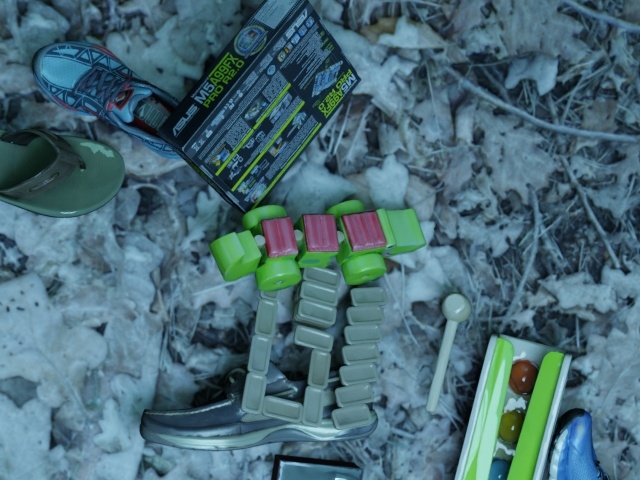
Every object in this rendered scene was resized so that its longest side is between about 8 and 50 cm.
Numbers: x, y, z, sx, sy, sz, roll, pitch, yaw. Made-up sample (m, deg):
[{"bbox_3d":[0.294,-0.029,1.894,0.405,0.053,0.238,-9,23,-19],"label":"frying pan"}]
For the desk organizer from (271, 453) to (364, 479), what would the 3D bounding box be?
[{"bbox_3d":[-0.006,0.354,1.765,0.130,0.050,0.047,9,91,-13],"label":"desk organizer"}]

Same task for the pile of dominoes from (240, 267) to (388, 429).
[{"bbox_3d":[-0.009,0.158,1.701,0.196,0.040,0.251,16,60,-13],"label":"pile of dominoes"}]

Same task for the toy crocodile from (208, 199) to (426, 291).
[{"bbox_3d":[0.000,0.000,1.695,0.341,0.105,0.115,-5,69,-23],"label":"toy crocodile"}]

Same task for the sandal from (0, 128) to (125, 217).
[{"bbox_3d":[-0.403,-0.103,1.599,0.303,0.086,0.120,8,77,-36],"label":"sandal"}]

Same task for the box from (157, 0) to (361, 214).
[{"bbox_3d":[-0.079,-0.191,1.652,0.060,0.216,0.270,35,84,33],"label":"box"}]

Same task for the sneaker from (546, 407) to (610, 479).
[{"bbox_3d":[0.438,0.410,1.807,0.147,0.130,0.330,-10,103,20],"label":"sneaker"}]

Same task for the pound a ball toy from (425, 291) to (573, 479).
[{"bbox_3d":[0.258,0.255,1.797,0.208,0.136,0.319,13,90,13],"label":"pound a ball toy"}]

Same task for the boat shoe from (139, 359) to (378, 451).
[{"bbox_3d":[-0.091,0.235,1.715,0.355,0.132,0.130,-1,83,-21],"label":"boat shoe"}]

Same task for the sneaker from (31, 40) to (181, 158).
[{"bbox_3d":[-0.277,-0.207,1.641,0.262,0.125,0.104,26,86,-13],"label":"sneaker"}]
